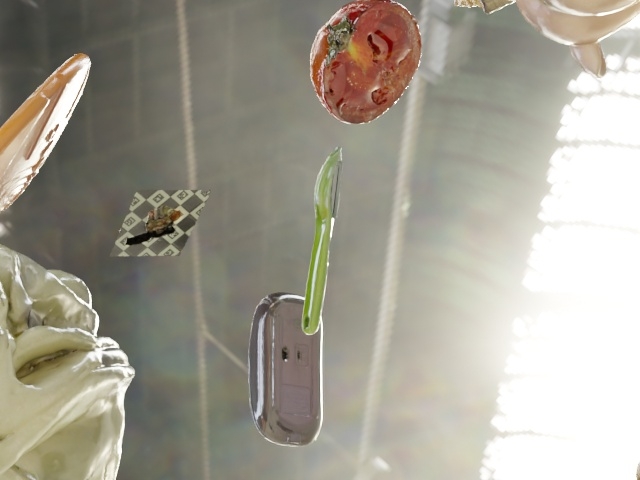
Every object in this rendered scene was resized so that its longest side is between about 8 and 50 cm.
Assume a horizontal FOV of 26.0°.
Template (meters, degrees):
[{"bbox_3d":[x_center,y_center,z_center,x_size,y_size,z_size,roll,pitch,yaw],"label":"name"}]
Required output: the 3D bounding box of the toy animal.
[{"bbox_3d":[0.254,-0.266,1.317,0.149,0.165,0.248,-39,-9,-6],"label":"toy animal"}]

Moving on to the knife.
[{"bbox_3d":[0.000,0.000,1.335,0.026,0.022,0.184,5,-87,-36],"label":"knife"}]

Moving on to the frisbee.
[{"bbox_3d":[-0.209,-0.043,0.910,0.192,0.035,0.192,-48,9,11],"label":"frisbee"}]

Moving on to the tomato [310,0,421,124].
[{"bbox_3d":[0.042,-0.227,1.715,0.139,0.091,0.159,29,-89,-43],"label":"tomato"}]

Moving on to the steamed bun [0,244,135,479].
[{"bbox_3d":[-0.335,0.125,1.425,0.247,0.352,0.339,-42,-15,-13],"label":"steamed bun"}]

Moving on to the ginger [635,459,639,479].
[{"bbox_3d":[0.502,0.309,1.524,0.274,0.152,0.357,-17,-42,15],"label":"ginger"}]

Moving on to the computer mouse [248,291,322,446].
[{"bbox_3d":[-0.050,0.193,2.074,0.120,0.232,0.057,10,-21,-31],"label":"computer mouse"}]

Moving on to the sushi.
[{"bbox_3d":[-0.231,-0.032,1.959,0.120,0.026,0.126,1,-49,-37],"label":"sushi"}]

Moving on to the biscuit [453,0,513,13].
[{"bbox_3d":[0.153,-0.472,1.793,0.094,0.379,0.054,-28,6,-34],"label":"biscuit"}]
